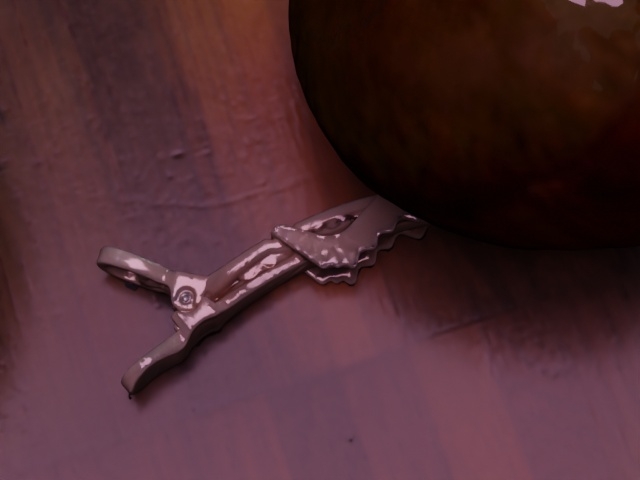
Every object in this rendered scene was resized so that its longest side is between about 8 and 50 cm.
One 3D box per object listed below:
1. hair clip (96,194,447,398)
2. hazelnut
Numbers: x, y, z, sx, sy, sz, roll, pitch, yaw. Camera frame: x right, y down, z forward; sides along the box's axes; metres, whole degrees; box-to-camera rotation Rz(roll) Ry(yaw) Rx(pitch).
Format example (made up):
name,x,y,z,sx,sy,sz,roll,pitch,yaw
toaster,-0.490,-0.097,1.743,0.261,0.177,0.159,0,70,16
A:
name,x,y,z,sx,sy,sz,roll,pitch,yaw
hair clip,0.000,0.000,0.924,0.226,0.034,0.072,-22,76,-6
hazelnut,0.108,-0.095,0.857,0.217,0.217,0.251,-44,46,-10
